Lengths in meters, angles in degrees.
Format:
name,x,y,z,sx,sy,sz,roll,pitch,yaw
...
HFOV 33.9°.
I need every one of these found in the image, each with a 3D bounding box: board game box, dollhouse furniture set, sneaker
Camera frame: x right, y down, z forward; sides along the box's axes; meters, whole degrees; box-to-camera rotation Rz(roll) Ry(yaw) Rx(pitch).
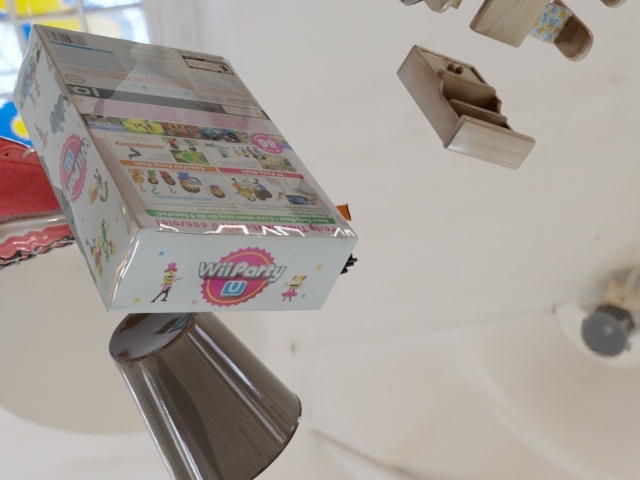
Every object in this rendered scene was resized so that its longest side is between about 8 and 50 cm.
name,x,y,z,sx,sy,sz,roll,pitch,yaw
board game box,-0.136,-0.069,0.984,0.224,0.097,0.303,2,-142,-37
dollhouse furniture set,0.211,-0.228,1.164,0.212,0.242,0.161,12,-145,-32
sneaker,-0.295,-0.055,1.110,0.314,0.116,0.136,-17,-92,1

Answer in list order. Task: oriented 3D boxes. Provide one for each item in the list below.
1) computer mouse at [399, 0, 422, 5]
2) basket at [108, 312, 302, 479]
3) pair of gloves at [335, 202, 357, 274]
name,x,y,z,sx,sy,sz,roll,pitch,yaw
computer mouse,0.075,-0.287,0.657,0.072,0.272,0.188,21,-159,9
basket,-0.158,0.187,1.336,0.204,0.227,0.154,-41,-148,-18
pair of gloves,0.000,0.000,1.135,0.074,0.010,0.083,-7,-105,0
